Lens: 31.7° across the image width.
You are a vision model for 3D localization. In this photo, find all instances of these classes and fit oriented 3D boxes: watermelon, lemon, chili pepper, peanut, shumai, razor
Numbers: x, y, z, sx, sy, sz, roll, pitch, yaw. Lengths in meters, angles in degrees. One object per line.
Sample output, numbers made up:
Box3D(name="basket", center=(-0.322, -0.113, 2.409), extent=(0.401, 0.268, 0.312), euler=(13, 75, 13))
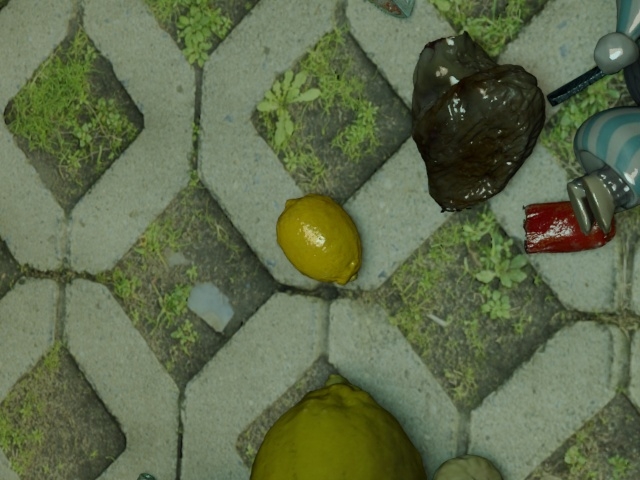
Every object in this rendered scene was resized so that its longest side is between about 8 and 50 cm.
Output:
Box3D(name="watermelon", center=(0.103, -0.371, 1.641), extent=(0.085, 0.061, 0.085), euler=(4, 101, 22))
Box3D(name="lemon", center=(0.000, 0.000, 1.655), extent=(0.114, 0.114, 0.155), euler=(-37, 87, 15))
Box3D(name="chili pepper", center=(0.346, -0.016, 1.568), extent=(0.123, 0.073, 0.070), euler=(-3, 132, 20))
Box3D(name="peanut", center=(0.205, 0.432, 1.590), extent=(0.124, 0.123, 0.256), euler=(5, 90, 18))
Box3D(name="shumai", center=(0.219, -0.183, 1.586), extent=(0.184, 0.218, 0.185), euler=(-5, 47, 7))
Box3D(name="razor", center=(0.403, -0.239, 1.568), extent=(0.190, 0.033, 0.066), euler=(-28, 121, 19))
Box3D(name="lemon", center=(0.020, 0.372, 1.575), extent=(0.285, 0.285, 0.316), euler=(-42, 50, 14))

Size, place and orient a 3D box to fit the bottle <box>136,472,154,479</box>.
Box3D(name="bottle", center=(-0.290, 0.413, 1.796), extent=(0.030, 0.030, 0.083), euler=(23, 97, 16))

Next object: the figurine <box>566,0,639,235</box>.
Box3D(name="figurine", center=(0.423, -0.252, 1.426), extent=(0.361, 0.266, 0.377), euler=(-27, 85, 0))
